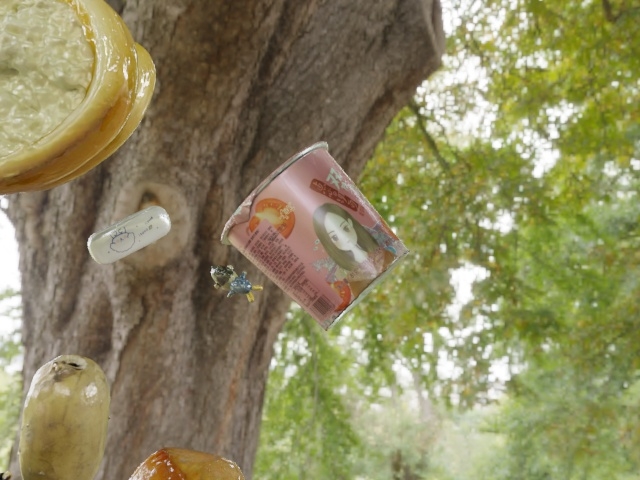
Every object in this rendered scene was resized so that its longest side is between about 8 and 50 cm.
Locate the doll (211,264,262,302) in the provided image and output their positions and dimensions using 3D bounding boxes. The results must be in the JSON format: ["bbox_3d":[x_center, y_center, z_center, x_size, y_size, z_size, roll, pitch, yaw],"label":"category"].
[{"bbox_3d":[-0.278,0.135,2.441,0.179,0.102,0.089,34,-17,5],"label":"doll"}]

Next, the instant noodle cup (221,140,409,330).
[{"bbox_3d":[0.000,0.000,1.244,0.231,0.243,0.243,46,-5,8],"label":"instant noodle cup"}]

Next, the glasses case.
[{"bbox_3d":[-0.428,-0.013,1.708,0.197,0.076,0.049,-30,18,-30],"label":"glasses case"}]

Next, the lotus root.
[{"bbox_3d":[-0.464,0.363,1.381,0.151,0.343,0.169,6,24,-11],"label":"lotus root"}]

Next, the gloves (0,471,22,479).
[{"bbox_3d":[-0.541,0.460,1.295,0.164,0.124,0.203,35,-19,-28],"label":"gloves"}]

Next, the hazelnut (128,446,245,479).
[{"bbox_3d":[-0.171,0.360,0.977,0.182,0.182,0.182,5,-9,1],"label":"hazelnut"}]

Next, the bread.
[{"bbox_3d":[-0.508,-0.252,1.311,0.424,0.329,0.245,-30,5,2],"label":"bread"}]
